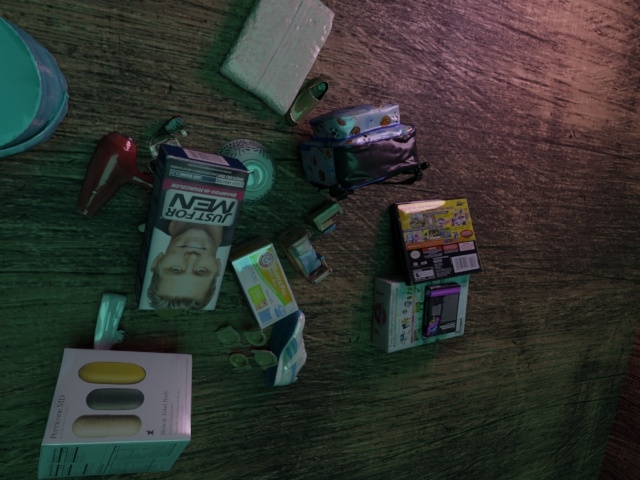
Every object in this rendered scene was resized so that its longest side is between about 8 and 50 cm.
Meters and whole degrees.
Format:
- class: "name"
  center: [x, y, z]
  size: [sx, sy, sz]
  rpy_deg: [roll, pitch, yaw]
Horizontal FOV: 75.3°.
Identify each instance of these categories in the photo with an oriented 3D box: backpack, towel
- class: "backpack"
  center: [0.073, -0.218, 1.009]
  size: [0.277, 0.263, 0.213]
  rpy_deg: [-15, 102, -29]
- class: "towel"
  center: [-0.099, -0.470, 0.988]
  size: [0.187, 0.049, 0.282]
  rpy_deg: [29, 90, -26]

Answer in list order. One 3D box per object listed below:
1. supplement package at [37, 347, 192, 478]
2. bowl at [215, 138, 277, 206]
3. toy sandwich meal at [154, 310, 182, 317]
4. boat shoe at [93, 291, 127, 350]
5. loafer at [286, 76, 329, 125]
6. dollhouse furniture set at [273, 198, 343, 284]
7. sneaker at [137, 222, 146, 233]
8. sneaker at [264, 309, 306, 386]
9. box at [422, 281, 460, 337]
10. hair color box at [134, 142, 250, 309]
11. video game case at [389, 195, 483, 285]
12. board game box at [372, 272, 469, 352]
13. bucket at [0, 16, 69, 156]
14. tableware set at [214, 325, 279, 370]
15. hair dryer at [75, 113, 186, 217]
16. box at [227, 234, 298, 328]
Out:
- class: "supplement package"
  center: [-0.439, 0.377, 0.908]
  size: [0.263, 0.199, 0.198]
  rpy_deg: [12, 133, -27]
- class: "bowl"
  center: [-0.176, -0.160, 1.008]
  size: [0.170, 0.080, 0.170]
  rpy_deg: [-6, 104, -23]
- class: "toy sandwich meal"
  center: [-0.373, 0.149, 1.021]
  size: [0.086, 0.029, 0.085]
  rpy_deg: [-7, 108, -22]
- class: "boat shoe"
  center: [-0.489, 0.211, 0.967]
  size: [0.063, 0.066, 0.184]
  rpy_deg: [9, 89, -26]
- class: "loafer"
  center: [-0.032, -0.355, 1.044]
  size: [0.056, 0.050, 0.148]
  rpy_deg: [36, 86, -27]
- class: "dollhouse furniture set"
  center: [0.000, 0.000, 1.101]
  size: [0.184, 0.129, 0.129]
  rpy_deg: [-37, 115, -13]
- class: "sneaker"
  center: [-0.348, -0.060, 0.974]
  size: [0.161, 0.057, 0.075]
  rpy_deg: [-14, 90, -20]
- class: "sneaker"
  center: [-0.085, 0.298, 1.167]
  size: [0.092, 0.087, 0.228]
  rpy_deg: [9, 103, -37]
- class: "box"
  center: [0.372, 0.214, 1.279]
  size: [0.116, 0.029, 0.162]
  rpy_deg: [-4, 103, -25]
- class: "hair color box"
  center: [-0.288, -0.018, 0.911]
  size: [0.174, 0.105, 0.347]
  rpy_deg: [6, 113, -31]
- class: "video game case"
  center: [0.358, -0.004, 1.271]
  size: [0.275, 0.035, 0.248]
  rpy_deg: [-7, 83, -23]
- class: "board game box"
  center: [0.320, 0.212, 1.323]
  size: [0.304, 0.097, 0.223]
  rpy_deg: [-5, 104, -25]
- class: "bucket"
  center: [-0.607, -0.273, 0.720]
  size: [0.281, 0.183, 0.281]
  rpy_deg: [-6, 105, -22]
- class: "tableware set"
  center: [-0.196, 0.289, 1.104]
  size: [0.141, 0.020, 0.168]
  rpy_deg: [-9, 118, 16]
- class: "hair dryer"
  center: [-0.385, -0.134, 0.896]
  size: [0.294, 0.080, 0.223]
  rpy_deg: [-26, 96, -15]
- class: "box"
  center: [-0.154, 0.104, 1.069]
  size: [0.114, 0.103, 0.203]
  rpy_deg: [-27, 112, -17]
